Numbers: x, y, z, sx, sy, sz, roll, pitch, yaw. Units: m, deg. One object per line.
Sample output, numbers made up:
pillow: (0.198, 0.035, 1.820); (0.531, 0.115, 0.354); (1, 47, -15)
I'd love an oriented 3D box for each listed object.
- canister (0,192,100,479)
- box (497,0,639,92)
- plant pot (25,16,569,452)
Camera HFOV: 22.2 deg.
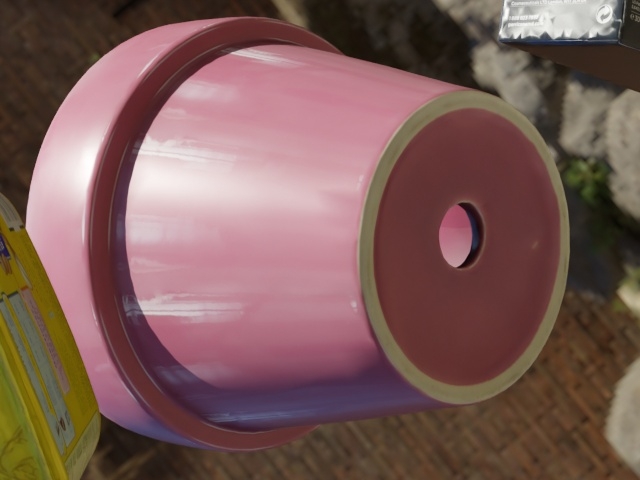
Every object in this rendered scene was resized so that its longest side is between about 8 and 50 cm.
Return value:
canister: (-0.117, 0.039, 0.493); (0.170, 0.073, 0.126); (-145, 33, -87)
box: (0.245, -0.194, 1.095); (0.103, 0.184, 0.261); (9, 178, 44)
plant pot: (0.000, 0.000, 0.719); (0.180, 0.201, 0.201); (4, 140, 47)
